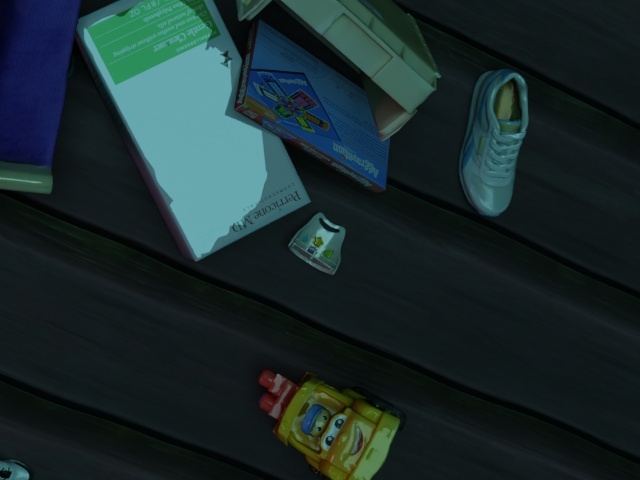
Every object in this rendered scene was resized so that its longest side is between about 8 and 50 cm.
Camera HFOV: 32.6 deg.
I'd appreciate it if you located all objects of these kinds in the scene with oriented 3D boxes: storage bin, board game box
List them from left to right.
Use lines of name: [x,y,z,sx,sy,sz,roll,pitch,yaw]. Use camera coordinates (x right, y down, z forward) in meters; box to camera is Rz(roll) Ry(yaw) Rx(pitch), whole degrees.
board game box: [-0.002,-0.188,1.573,0.281,0.027,0.145,29,56,-37]
storage bin: [0.020,-0.298,1.501,0.262,0.260,0.123,38,111,-25]

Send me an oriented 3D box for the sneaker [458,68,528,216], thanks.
sneaker: [0.270,-0.150,1.686,0.087,0.092,0.229,2,94,-13]

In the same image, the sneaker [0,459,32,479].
sneaker: [-0.474,0.336,1.594,0.109,0.043,0.040,18,88,-13]

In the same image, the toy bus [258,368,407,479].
toy bus: [-0.001,0.262,1.600,0.211,0.220,0.149,32,84,-5]

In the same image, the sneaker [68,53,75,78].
sneaker: [-0.398,-0.293,1.526,0.121,0.108,0.302,5,115,-27]

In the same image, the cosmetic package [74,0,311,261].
cosmetic package: [-0.187,-0.174,1.564,0.196,0.155,0.366,-29,98,-11]

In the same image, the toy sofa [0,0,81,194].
toy sofa: [-0.388,-0.236,1.391,0.150,0.177,0.363,6,116,-24]

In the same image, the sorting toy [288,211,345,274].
sorting toy: [0.000,0.000,1.670,0.083,0.045,0.075,34,79,-11]
